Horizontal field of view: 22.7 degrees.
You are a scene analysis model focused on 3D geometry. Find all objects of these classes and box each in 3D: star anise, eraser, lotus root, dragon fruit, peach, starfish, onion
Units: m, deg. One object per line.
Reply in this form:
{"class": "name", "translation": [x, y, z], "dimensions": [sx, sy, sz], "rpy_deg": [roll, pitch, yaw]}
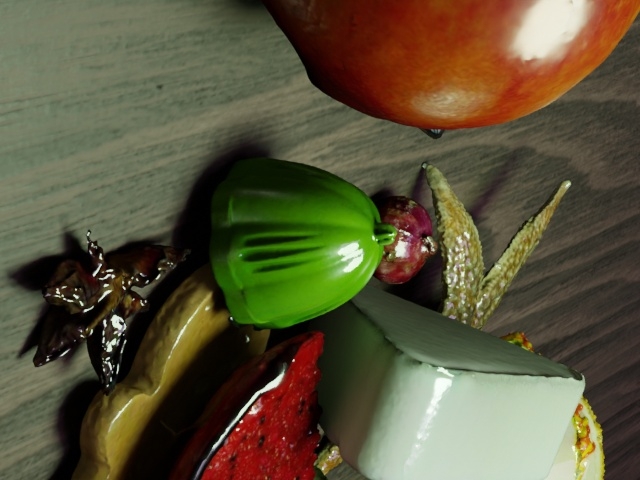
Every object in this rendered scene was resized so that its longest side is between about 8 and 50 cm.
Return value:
{"class": "star anise", "translation": [-0.208, 0.067, 1.496], "dimensions": [0.212, 0.053, 0.157], "rpy_deg": [7, 106, -63]}
{"class": "eraser", "translation": [0.110, 0.170, 1.782], "dimensions": [0.331, 0.331, 0.150], "rpy_deg": [6, 108, -61]}
{"class": "lotus root", "translation": [0.000, 0.000, 1.611], "dimensions": [0.186, 0.186, 0.186], "rpy_deg": [-40, 144, -38]}
{"class": "dragon fruit", "translation": [-0.107, 0.259, 1.674], "dimensions": [0.282, 0.100, 0.343], "rpy_deg": [-38, 144, -46]}
{"class": "peach", "translation": [0.108, -0.274, 1.439], "dimensions": [0.388, 0.388, 0.388], "rpy_deg": [-40, 144, -38]}
{"class": "starfish", "translation": [0.159, 0.088, 2.086], "dimensions": [0.384, 0.132, 0.398], "rpy_deg": [-35, 145, -49]}
{"class": "onion", "translation": [0.096, 0.000, 1.914], "dimensions": [0.107, 0.097, 0.107], "rpy_deg": [-25, 122, -50]}

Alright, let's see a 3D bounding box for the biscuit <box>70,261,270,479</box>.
{"class": "biscuit", "translation": [-0.163, 0.177, 1.667], "dimensions": [0.355, 0.052, 0.275], "rpy_deg": [-63, 156, -5]}

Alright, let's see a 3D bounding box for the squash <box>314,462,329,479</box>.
{"class": "squash", "translation": [-0.032, 0.361, 2.009], "dimensions": [0.137, 0.137, 0.287], "rpy_deg": [-56, 163, -14]}

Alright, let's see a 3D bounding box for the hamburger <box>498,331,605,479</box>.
{"class": "hamburger", "translation": [0.255, 0.285, 2.138], "dimensions": [0.179, 0.276, 0.294], "rpy_deg": [-10, 136, -36]}

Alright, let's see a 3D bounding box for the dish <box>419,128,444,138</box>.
{"class": "dish", "translation": [0.097, -0.229, 1.742], "dimensions": [0.182, 0.080, 0.243], "rpy_deg": [-64, 154, 1]}
